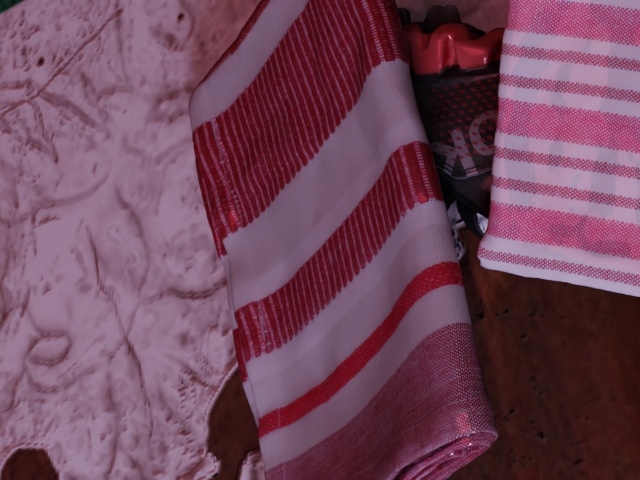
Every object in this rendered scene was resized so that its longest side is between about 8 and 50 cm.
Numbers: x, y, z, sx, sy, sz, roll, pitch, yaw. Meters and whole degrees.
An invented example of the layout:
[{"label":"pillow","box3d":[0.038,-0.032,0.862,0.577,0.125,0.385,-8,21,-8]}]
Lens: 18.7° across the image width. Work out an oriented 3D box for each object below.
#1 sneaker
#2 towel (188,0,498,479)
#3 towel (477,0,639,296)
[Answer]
[{"label":"sneaker","box3d":[0.138,-0.060,1.035,0.276,0.097,0.135,-1,79,37]},{"label":"towel","box3d":[0.000,0.000,1.093,0.237,0.037,0.329,-47,49,53]},{"label":"towel","box3d":[0.151,-0.071,0.953,0.144,0.029,0.197,8,94,30]}]
